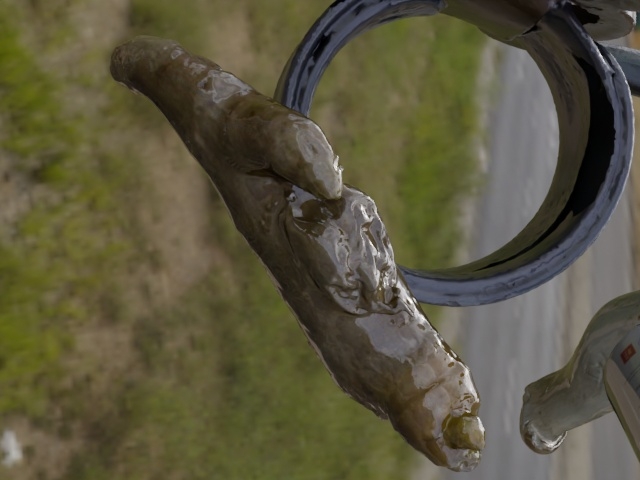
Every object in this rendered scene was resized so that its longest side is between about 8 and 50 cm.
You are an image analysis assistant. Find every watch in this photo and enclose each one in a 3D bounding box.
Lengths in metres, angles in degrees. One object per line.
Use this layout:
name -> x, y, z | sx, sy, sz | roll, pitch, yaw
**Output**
watch -> 0.082, -0.119, 1.249 | 0.314, 0.335, 0.327 | -178, -72, -82

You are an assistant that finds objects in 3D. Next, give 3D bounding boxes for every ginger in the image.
ginger -> 0.001, 0.002, 0.935 | 0.080, 0.166, 0.333 | -36, 103, -25

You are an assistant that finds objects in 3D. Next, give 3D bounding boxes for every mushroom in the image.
mushroom -> 0.261, 0.119, 1.407 | 0.093, 0.225, 0.116 | 48, 52, -1

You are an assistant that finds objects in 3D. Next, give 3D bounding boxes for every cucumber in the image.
cucumber -> 0.402, -0.172, 1.668 | 0.056, 0.284, 0.056 | -165, -90, -86

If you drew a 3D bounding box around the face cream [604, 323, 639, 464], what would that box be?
face cream -> 0.268, 0.144, 1.041 | 0.214, 0.096, 0.096 | -100, 170, -64
